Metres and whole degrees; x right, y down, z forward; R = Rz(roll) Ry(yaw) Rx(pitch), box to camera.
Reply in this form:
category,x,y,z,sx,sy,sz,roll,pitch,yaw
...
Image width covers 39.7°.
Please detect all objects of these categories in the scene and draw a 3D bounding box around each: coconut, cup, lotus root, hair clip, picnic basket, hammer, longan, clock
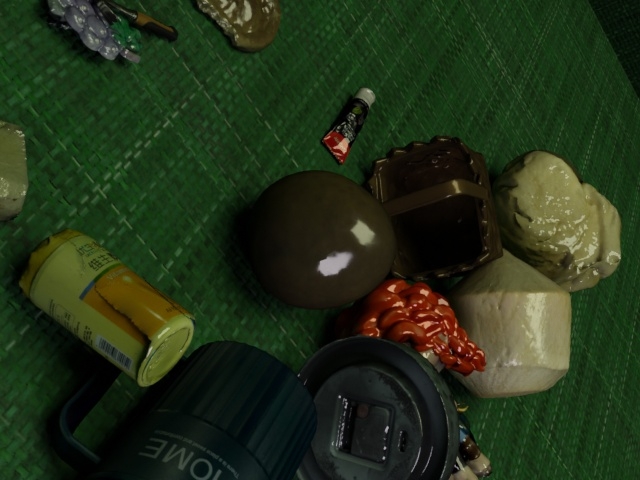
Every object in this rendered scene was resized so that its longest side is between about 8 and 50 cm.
category,x,y,z,sx,sy,sz,roll,pitch,yaw
coconut,0.397,0.174,1.908,0.329,0.329,0.328,23,59,-44
cup,-0.186,0.303,1.235,0.292,0.308,0.242,-53,149,-47
lotus root,-0.454,-0.100,1.162,0.144,0.070,0.143,-2,77,-51
hair clip,-0.357,-0.338,1.405,0.195,0.052,0.124,8,64,-56
picnic basket,0.222,-0.065,1.820,0.321,0.254,0.291,4,72,-61
hammer,-0.302,-0.366,1.461,0.201,0.021,0.078,15,51,-60
longan,0.000,0.000,1.529,0.258,0.258,0.258,23,59,-44
clock,0.081,0.309,1.463,0.061,0.313,0.312,7,70,-58

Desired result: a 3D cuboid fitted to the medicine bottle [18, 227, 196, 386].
category,x,y,z,sx,sy,sz,roll,pitch,yaw
medicine bottle,-0.288,0.083,1.183,0.239,0.124,0.124,36,38,12

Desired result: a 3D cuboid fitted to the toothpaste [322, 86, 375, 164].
category,x,y,z,sx,sy,sz,roll,pitch,yaw
toothpaste,0.063,-0.246,1.877,0.071,0.045,0.193,50,49,-25

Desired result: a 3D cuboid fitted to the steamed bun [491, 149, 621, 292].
category,x,y,z,sx,sy,sz,roll,pitch,yaw
steamed bun,0.581,-0.035,2.252,0.372,0.230,0.325,41,64,9

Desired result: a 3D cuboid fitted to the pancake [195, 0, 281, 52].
category,x,y,z,sx,sy,sz,roll,pitch,yaw
pancake,-0.161,-0.474,1.693,0.236,0.042,0.222,58,42,-16

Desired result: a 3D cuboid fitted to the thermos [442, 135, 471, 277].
category,x,y,z,sx,sy,sz,roll,pitch,yaw
thermos,0.297,-0.089,2.041,0.136,0.110,0.330,10,68,-41

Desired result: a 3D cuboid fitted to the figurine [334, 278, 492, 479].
category,x,y,z,sx,sy,sz,roll,pitch,yaw
figurine,0.177,0.281,1.628,0.306,0.241,0.411,13,57,-36
